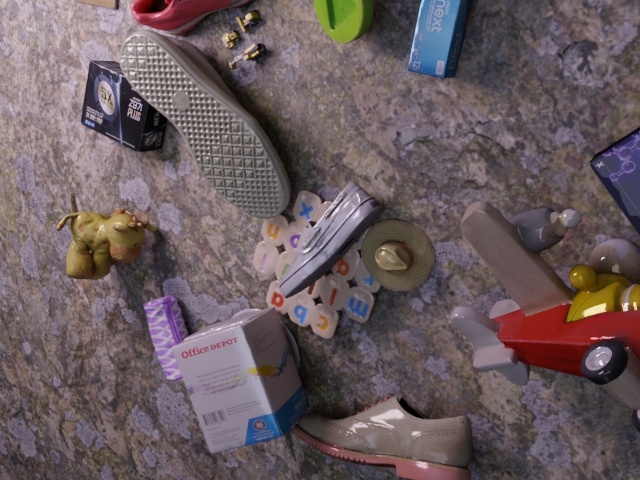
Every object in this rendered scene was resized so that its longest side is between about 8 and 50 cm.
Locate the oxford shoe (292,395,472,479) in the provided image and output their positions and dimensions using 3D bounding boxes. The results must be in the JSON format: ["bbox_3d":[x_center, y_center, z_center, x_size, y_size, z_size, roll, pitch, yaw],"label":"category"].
[{"bbox_3d":[0.123,0.384,1.306,0.397,0.140,0.146,3,74,32],"label":"oxford shoe"}]

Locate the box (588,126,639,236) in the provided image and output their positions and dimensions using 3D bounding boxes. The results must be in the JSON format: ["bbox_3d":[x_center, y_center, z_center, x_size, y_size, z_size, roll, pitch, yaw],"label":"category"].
[{"bbox_3d":[0.552,-0.064,0.949,0.184,0.103,0.261,-37,85,33],"label":"box"}]

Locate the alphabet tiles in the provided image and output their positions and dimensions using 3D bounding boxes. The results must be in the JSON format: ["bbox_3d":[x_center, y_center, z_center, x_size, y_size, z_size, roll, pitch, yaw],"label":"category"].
[{"bbox_3d":[-0.006,0.050,1.324,0.284,0.021,0.278,25,111,20],"label":"alphabet tiles"}]

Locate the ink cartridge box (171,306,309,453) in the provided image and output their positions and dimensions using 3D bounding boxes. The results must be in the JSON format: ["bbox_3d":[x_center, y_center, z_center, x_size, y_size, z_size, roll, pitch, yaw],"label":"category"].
[{"bbox_3d":[-0.158,0.279,1.329,0.171,0.168,0.232,-19,92,21],"label":"ink cartridge box"}]

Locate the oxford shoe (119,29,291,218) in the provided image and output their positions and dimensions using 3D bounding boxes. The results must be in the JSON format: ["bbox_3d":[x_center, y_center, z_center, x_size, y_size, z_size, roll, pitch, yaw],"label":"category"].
[{"bbox_3d":[-0.210,-0.239,1.302,0.169,0.130,0.449,-39,94,26],"label":"oxford shoe"}]

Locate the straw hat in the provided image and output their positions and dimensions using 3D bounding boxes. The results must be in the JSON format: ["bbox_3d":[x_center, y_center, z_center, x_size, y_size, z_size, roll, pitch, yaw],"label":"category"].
[{"bbox_3d":[0.135,0.033,1.206,0.144,0.061,0.144,3,99,18],"label":"straw hat"}]

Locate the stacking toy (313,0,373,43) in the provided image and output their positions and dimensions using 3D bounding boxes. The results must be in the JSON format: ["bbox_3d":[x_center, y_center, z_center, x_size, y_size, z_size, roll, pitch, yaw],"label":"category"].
[{"bbox_3d":[0.052,-0.512,1.101,0.309,0.130,0.279,48,147,26],"label":"stacking toy"}]

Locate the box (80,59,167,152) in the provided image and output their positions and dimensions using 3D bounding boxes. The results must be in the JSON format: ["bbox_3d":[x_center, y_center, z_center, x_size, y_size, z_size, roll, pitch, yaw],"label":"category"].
[{"bbox_3d":[-0.427,-0.296,1.426,0.180,0.077,0.147,27,114,20],"label":"box"}]

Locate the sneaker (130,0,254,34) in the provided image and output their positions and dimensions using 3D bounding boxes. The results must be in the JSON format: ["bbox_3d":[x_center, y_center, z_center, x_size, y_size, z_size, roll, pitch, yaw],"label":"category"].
[{"bbox_3d":[-0.233,-0.482,1.237,0.314,0.136,0.116,-21,94,31],"label":"sneaker"}]

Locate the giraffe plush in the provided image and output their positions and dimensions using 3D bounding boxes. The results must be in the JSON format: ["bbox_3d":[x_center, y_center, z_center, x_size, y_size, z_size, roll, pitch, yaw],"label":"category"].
[{"bbox_3d":[-0.474,-0.008,1.485,0.170,0.181,0.210,2,122,16],"label":"giraffe plush"}]

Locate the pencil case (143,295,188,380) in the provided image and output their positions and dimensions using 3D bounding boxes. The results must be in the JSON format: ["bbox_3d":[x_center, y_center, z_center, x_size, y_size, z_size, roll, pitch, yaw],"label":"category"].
[{"bbox_3d":[-0.348,0.230,1.518,0.088,0.086,0.206,-5,105,64],"label":"pencil case"}]

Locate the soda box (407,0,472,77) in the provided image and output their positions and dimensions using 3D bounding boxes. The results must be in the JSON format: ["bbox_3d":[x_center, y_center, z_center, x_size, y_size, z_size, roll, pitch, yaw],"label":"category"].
[{"bbox_3d":[0.205,-0.378,1.066,0.067,0.071,0.210,19,112,22],"label":"soda box"}]

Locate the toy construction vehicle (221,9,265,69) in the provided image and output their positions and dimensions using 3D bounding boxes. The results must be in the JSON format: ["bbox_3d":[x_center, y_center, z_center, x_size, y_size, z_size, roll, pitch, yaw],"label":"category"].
[{"bbox_3d":[-0.154,-0.394,1.277,0.098,0.035,0.086,-22,92,31],"label":"toy construction vehicle"}]

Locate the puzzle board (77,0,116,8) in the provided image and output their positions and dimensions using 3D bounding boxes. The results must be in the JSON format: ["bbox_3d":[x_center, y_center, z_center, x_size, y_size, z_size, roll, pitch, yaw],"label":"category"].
[{"bbox_3d":[-0.495,-0.569,1.429,0.128,0.011,0.096,19,110,22],"label":"puzzle board"}]

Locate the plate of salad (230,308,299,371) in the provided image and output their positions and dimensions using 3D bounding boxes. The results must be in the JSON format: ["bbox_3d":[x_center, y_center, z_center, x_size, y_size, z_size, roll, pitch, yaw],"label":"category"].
[{"bbox_3d":[-0.138,0.249,1.434,0.200,0.048,0.199,8,108,27],"label":"plate of salad"}]

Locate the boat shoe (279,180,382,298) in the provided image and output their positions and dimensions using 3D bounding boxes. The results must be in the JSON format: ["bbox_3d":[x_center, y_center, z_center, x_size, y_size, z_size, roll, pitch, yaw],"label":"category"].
[{"bbox_3d":[0.000,0.000,1.245,0.088,0.096,0.267,49,117,15],"label":"boat shoe"}]

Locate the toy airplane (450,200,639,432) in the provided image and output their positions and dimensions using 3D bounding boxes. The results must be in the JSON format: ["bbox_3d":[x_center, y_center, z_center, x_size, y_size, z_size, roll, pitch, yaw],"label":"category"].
[{"bbox_3d":[0.398,0.114,1.003,0.384,0.386,0.272,29,72,27],"label":"toy airplane"}]
